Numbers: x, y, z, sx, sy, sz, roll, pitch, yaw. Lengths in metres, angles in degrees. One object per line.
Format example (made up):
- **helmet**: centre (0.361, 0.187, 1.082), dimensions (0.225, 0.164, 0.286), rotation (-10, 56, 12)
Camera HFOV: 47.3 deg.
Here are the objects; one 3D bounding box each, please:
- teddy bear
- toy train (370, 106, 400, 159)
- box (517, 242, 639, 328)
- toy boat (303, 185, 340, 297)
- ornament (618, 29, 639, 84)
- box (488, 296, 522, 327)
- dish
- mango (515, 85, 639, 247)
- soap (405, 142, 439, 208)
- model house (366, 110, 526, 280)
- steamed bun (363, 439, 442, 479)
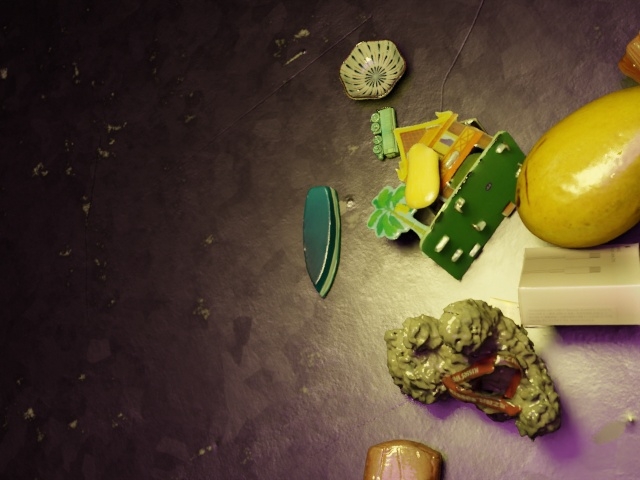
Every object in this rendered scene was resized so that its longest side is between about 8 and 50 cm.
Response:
- **teddy bear**: centre (0.299, 0.290, 1.607), dimensions (0.357, 0.224, 0.367), rotation (46, 129, -13)
- **toy train**: centre (0.172, -0.287, 1.952), dimensions (0.071, 0.038, 0.148), rotation (-11, 70, 18)
- **box**: centre (0.559, 0.095, 1.571), dimensions (0.251, 0.203, 0.106), rotation (-2, 113, 22)
- **toy boat**: centre (0.000, 0.000, 1.929), dimensions (0.096, 0.062, 0.299), rotation (-6, 73, 21)
- **ornament**: centre (0.813, -0.371, 1.614), dimensions (0.235, 0.221, 0.217), rotation (-37, 64, 42)
- **box**: centre (0.421, 0.216, 1.703), dimensions (0.089, 0.022, 0.156), rotation (12, 81, 27)
- **dish**: centre (0.148, -0.453, 1.995), dimensions (0.190, 0.066, 0.191), rotation (-7, 71, 21)
- **mango**: centre (0.617, -0.165, 1.563), dimensions (0.445, 0.220, 0.301), rotation (-39, 44, 38)
- **soap**: centre (0.233, -0.147, 1.658), dimensions (0.089, 0.033, 0.168), rotation (-10, 59, 35)
- **model house**: centre (0.285, -0.125, 1.789), dimensions (0.313, 0.242, 0.358), rotation (36, 93, 44)
- **steamed bun**: centre (0.188, 0.531, 1.673), dimensions (0.175, 0.106, 0.145), rotation (4, 71, 10)
